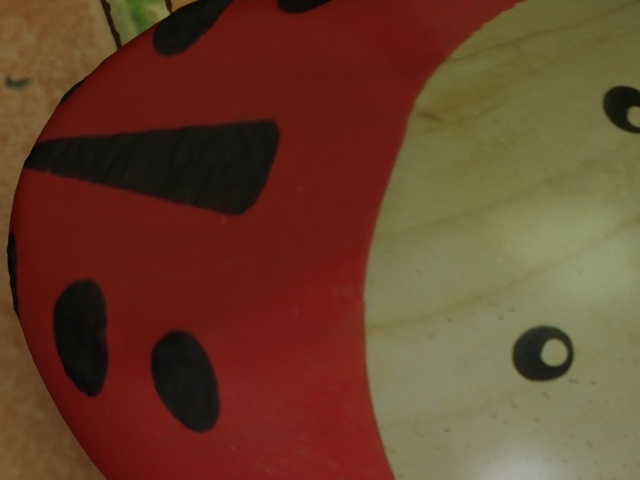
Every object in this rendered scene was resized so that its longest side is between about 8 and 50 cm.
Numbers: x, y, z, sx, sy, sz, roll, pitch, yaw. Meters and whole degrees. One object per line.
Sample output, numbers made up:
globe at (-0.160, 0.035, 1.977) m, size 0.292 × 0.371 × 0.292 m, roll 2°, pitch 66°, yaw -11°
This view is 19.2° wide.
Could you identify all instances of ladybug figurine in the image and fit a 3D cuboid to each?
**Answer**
ladybug figurine at (0.000, 0.000, 0.824) m, size 0.162 × 0.449 × 0.305 m, roll 28°, pitch 73°, yaw -36°
